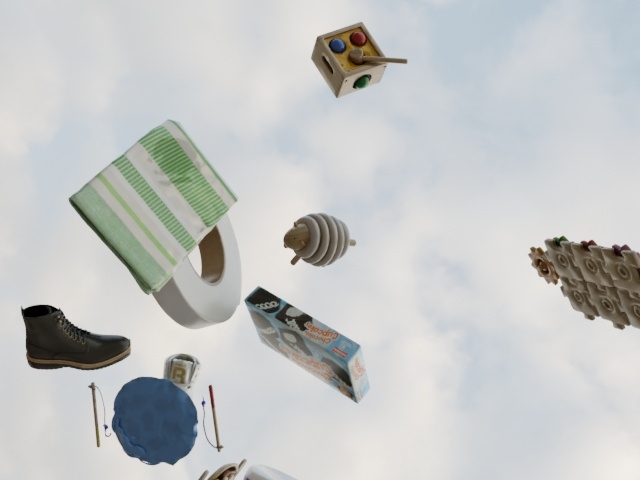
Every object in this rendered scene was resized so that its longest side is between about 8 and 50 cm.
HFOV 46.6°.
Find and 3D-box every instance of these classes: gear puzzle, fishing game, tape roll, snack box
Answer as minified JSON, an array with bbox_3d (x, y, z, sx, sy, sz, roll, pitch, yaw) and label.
[{"bbox_3d":[0.489,0.067,1.342,0.176,0.044,0.339,63,-14,-14],"label":"gear puzzle"},{"bbox_3d":[-0.319,0.351,1.451,0.263,0.041,0.189,-5,-81,12],"label":"fishing game"},{"bbox_3d":[-0.303,0.016,1.749,0.072,0.392,0.392,-17,-88,17],"label":"tape roll"},{"bbox_3d":[-0.031,0.248,1.783,0.321,0.060,0.187,27,-30,31],"label":"snack box"}]

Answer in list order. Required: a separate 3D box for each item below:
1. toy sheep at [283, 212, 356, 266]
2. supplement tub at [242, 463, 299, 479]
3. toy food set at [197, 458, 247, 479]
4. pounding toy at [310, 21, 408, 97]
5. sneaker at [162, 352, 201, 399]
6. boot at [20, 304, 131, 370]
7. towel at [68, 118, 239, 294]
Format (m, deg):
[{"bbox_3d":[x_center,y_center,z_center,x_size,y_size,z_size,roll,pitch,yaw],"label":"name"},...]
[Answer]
[{"bbox_3d":[0.000,0.000,1.135,0.091,0.132,0.091,0,-91,50],"label":"toy sheep"},{"bbox_3d":[-0.167,0.845,2.144,0.241,0.241,0.331,19,-101,35],"label":"supplement tub"},{"bbox_3d":[-0.197,0.483,1.420,0.038,0.192,0.132,36,-85,20],"label":"toy food set"},{"bbox_3d":[0.077,-0.365,1.502,0.141,0.130,0.100,59,-22,16],"label":"pounding toy"},{"bbox_3d":[-0.335,0.351,1.651,0.108,0.292,0.169,10,-76,-5],"label":"sneaker"},{"bbox_3d":[-0.469,0.178,1.426,0.077,0.197,0.137,-114,-157,-52],"label":"boot"},{"bbox_3d":[-0.325,-0.080,1.514,0.038,0.325,0.248,-17,-64,43],"label":"towel"}]
